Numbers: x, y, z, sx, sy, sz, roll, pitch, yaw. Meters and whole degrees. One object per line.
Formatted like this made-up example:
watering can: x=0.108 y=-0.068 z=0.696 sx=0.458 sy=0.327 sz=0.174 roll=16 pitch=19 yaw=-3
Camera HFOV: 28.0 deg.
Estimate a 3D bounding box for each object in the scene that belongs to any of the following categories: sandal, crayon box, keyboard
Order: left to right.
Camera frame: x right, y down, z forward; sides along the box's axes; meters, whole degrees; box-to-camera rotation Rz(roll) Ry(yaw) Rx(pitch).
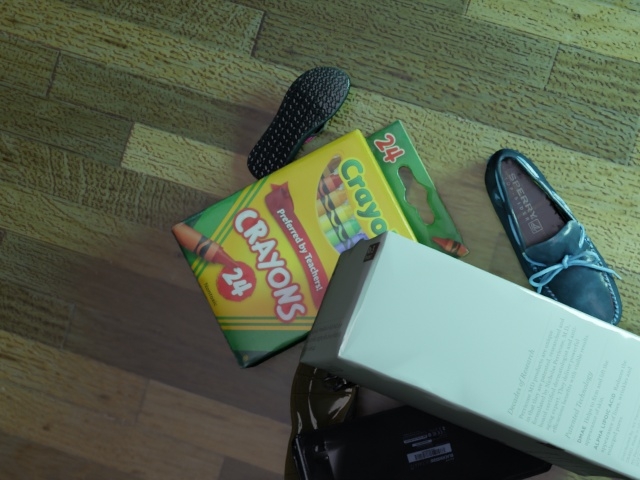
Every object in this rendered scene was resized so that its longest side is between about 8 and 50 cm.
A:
sandal: x=-0.028 y=-0.151 z=1.643 sx=0.067 sy=0.040 sz=0.179 roll=44 pitch=107 yaw=13
crayon box: x=0.000 y=0.000 z=1.605 sx=0.318 sy=0.081 sz=0.202 roll=-29 pitch=83 yaw=5
keyboard: x=0.116 y=0.217 z=1.542 sx=0.317 sy=0.033 sz=0.202 roll=-11 pitch=80 yaw=-18

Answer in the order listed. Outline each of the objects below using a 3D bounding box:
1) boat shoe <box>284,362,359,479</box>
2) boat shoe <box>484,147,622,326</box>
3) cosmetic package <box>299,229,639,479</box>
boat shoe: x=0.006 y=0.217 z=1.594 sx=0.080 sy=0.073 sz=0.224 roll=10 pitch=90 yaw=17
boat shoe: x=0.273 y=0.006 z=1.563 sx=0.109 sy=0.089 sz=0.258 roll=-39 pitch=83 yaw=4
cosmetic package: x=0.191 y=0.136 z=1.448 sx=0.385 sy=0.217 sz=0.156 roll=21 pitch=79 yaw=-7
